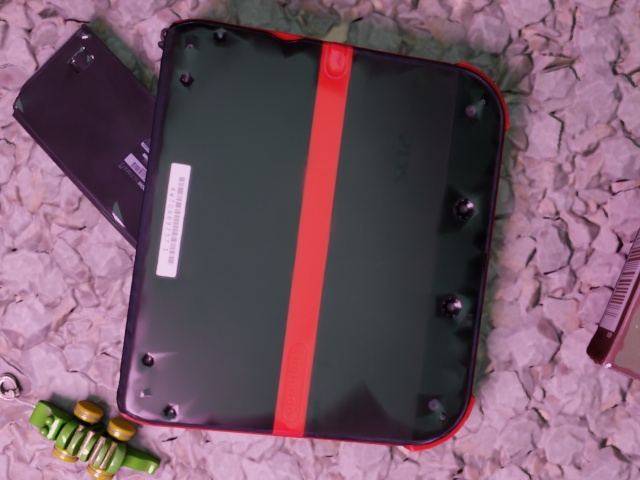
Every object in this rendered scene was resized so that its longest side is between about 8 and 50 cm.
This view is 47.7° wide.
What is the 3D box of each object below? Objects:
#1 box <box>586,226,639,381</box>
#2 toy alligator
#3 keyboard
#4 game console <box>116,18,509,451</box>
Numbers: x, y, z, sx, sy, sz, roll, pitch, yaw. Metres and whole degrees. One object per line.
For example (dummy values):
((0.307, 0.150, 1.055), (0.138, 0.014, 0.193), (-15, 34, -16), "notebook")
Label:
((0.457, 0.093, 0.629), (0.381, 0.143, 0.191), (23, 93, 15), "box")
((-0.250, 0.188, 0.717), (0.189, 0.051, 0.056), (28, 89, 1), "toy alligator")
((-0.144, -0.091, 0.732), (0.201, 0.033, 0.317), (-43, 90, 5), "keyboard")
((0.000, 0.000, 0.697), (0.341, 0.060, 0.387), (7, 88, -5), "game console")
